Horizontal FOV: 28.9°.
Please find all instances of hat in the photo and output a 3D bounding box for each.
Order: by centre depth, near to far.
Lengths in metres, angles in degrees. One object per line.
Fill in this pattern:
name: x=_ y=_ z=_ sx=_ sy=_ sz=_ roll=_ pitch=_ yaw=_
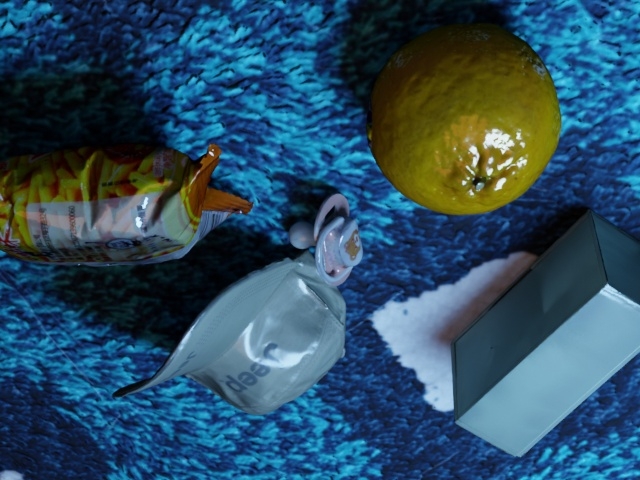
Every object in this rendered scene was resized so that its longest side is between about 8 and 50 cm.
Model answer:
hat: x=-0.080 y=0.130 z=1.269 sx=0.149 sy=0.245 sz=0.214 roll=45 pitch=120 yaw=-1

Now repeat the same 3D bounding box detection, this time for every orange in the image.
orange: x=0.128 y=-0.107 z=1.119 sx=0.177 sy=0.155 sz=0.178 roll=1 pitch=112 yaw=3

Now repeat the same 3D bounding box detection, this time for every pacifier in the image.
pacifier: x=0.000 y=0.000 z=1.252 sx=0.078 sy=0.081 sz=0.099 roll=11 pitch=130 yaw=30

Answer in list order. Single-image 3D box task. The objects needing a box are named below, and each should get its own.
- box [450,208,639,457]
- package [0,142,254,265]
box: x=0.237 y=0.096 z=1.263 sx=0.086 sy=0.129 sz=0.225 roll=31 pitch=121 yaw=-17
package: x=-0.215 y=-0.029 z=1.165 sx=0.288 sy=0.223 sz=0.108 roll=-8 pitch=81 yaw=3
